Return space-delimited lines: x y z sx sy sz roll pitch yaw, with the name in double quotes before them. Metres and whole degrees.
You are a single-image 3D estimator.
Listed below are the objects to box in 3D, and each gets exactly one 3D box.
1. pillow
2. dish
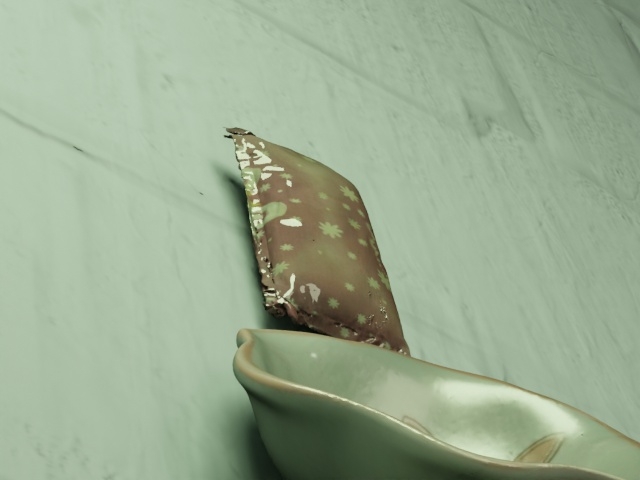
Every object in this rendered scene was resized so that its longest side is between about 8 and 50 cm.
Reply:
"pillow" 0.000 0.000 1.112 0.118 0.043 0.185 27 26 -33
"dish" 0.051 0.112 0.900 0.229 0.081 0.229 16 6 -2
